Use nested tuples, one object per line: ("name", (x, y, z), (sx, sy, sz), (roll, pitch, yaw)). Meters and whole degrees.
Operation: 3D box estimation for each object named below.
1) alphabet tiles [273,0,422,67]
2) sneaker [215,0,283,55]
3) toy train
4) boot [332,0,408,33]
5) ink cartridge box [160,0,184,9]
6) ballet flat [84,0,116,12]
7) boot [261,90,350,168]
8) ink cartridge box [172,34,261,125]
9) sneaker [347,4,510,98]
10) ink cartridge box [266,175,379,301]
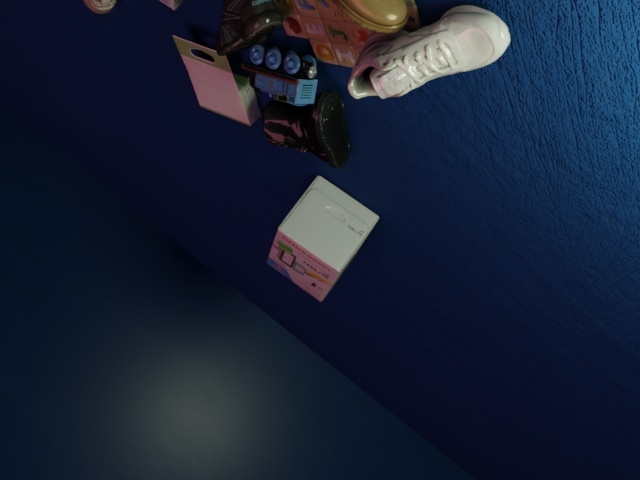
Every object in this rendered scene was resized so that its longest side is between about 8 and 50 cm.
("alphabet tiles", (0.038, -0.429, 1.397), (0.343, 0.011, 0.285), (20, 152, 35))
("sneaker", (-0.156, -0.456, 1.556), (0.267, 0.101, 0.106), (-6, 108, 63))
("toy train", (-0.086, -0.349, 1.591), (0.184, 0.080, 0.105), (23, 111, 33))
("boot", (0.072, -0.471, 1.155), (0.236, 0.089, 0.269), (36, 153, 2))
("ink cartridge box", (-0.391, -0.626, 1.598), (0.224, 0.045, 0.223), (35, 158, 7))
("ballet flat", (-0.521, -0.601, 1.771), (0.086, 0.086, 0.248), (32, 157, 11))
("boot", (-0.047, -0.270, 1.714), (0.207, 0.094, 0.246), (24, 160, 21))
("ink cartridge box", (-0.246, -0.395, 1.819), (0.171, 0.056, 0.235), (25, 151, 26))
("sneaker", (0.174, -0.294, 1.263), (0.305, 0.152, 0.114), (-3, 135, 47))
("ink cartridge box", (0.000, 0.000, 2.029), (0.198, 0.197, 0.270), (35, 157, 4))
